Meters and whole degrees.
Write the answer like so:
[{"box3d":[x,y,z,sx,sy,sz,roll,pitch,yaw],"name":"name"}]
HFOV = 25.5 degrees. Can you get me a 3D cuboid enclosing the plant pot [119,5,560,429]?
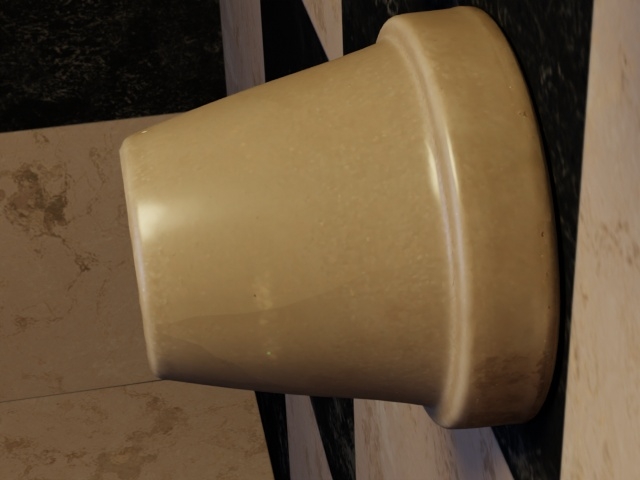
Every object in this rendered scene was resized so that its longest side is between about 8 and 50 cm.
[{"box3d":[0.000,0.000,0.869,0.263,0.229,0.263,172,90,-82],"name":"plant pot"}]
